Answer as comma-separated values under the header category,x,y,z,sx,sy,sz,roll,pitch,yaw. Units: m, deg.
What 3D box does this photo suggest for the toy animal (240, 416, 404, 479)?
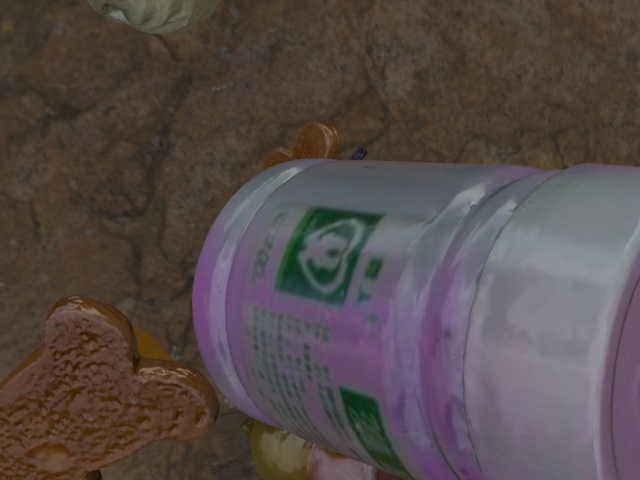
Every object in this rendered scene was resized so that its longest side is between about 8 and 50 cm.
category,x,y,z,sx,sy,sz,roll,pitch,yaw
toy animal,0.013,0.298,1.310,0.281,0.195,0.169,19,81,24

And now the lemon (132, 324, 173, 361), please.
category,x,y,z,sx,sy,sz,roll,pitch,yaw
lemon,-0.279,0.179,1.212,0.142,0.187,0.142,-19,55,30

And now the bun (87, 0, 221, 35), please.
category,x,y,z,sx,sy,sz,roll,pitch,yaw
bun,-0.270,-0.392,1.338,0.259,0.259,0.160,41,101,21

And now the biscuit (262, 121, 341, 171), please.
category,x,y,z,sx,sy,sz,roll,pitch,yaw
biscuit,0.001,0.000,1.035,0.165,0.036,0.250,-27,73,54

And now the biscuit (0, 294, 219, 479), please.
category,x,y,z,sx,sy,sz,roll,pitch,yaw
biscuit,-0.266,0.170,0.816,0.324,0.205,0.049,-37,28,16

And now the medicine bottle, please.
category,x,y,z,sx,sy,sz,roll,pitch,yaw
medicine bottle,0.090,0.053,0.578,0.325,0.212,0.212,8,78,47

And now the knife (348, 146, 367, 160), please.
category,x,y,z,sx,sy,sz,roll,pitch,yaw
knife,0.041,-0.111,1.509,0.018,0.031,0.121,39,124,2
